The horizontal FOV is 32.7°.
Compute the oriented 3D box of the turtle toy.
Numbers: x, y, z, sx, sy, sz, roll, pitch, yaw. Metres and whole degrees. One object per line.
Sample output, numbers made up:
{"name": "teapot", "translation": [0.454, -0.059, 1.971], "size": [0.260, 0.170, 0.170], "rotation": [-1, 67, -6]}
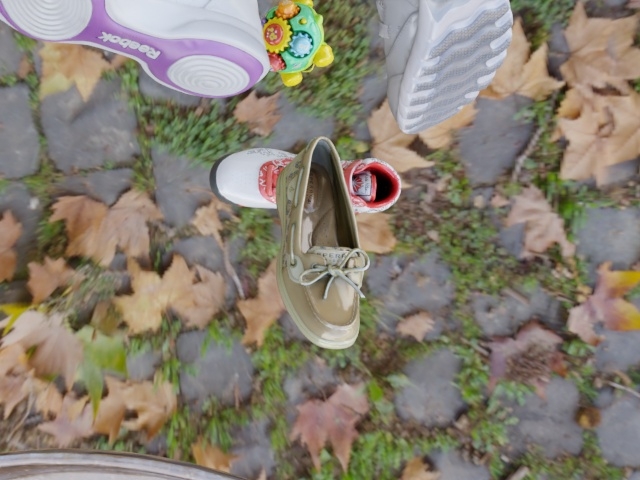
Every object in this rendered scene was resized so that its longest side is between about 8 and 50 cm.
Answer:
{"name": "turtle toy", "translation": [-0.051, -0.232, 1.284], "size": [0.130, 0.066, 0.095], "rotation": [-28, 78, 29]}

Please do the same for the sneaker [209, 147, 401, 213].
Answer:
{"name": "sneaker", "translation": [-0.014, -0.089, 1.585], "size": [0.270, 0.145, 0.090], "rotation": [6, 86, -30]}

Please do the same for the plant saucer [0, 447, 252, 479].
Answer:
{"name": "plant saucer", "translation": [-0.081, 0.200, 0.414], "size": [0.310, 0.050, 0.311], "rotation": [0, 113, -1]}

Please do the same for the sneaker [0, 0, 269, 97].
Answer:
{"name": "sneaker", "translation": [-0.174, -0.229, 0.907], "size": [0.305, 0.114, 0.152], "rotation": [23, 55, -41]}

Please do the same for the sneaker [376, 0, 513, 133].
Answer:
{"name": "sneaker", "translation": [0.090, -0.212, 0.896], "size": [0.105, 0.281, 0.115], "rotation": [-24, 53, -22]}

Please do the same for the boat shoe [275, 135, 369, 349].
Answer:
{"name": "boat shoe", "translation": [0.000, 0.000, 1.391], "size": [0.104, 0.089, 0.285], "rotation": [2, 57, -25]}
